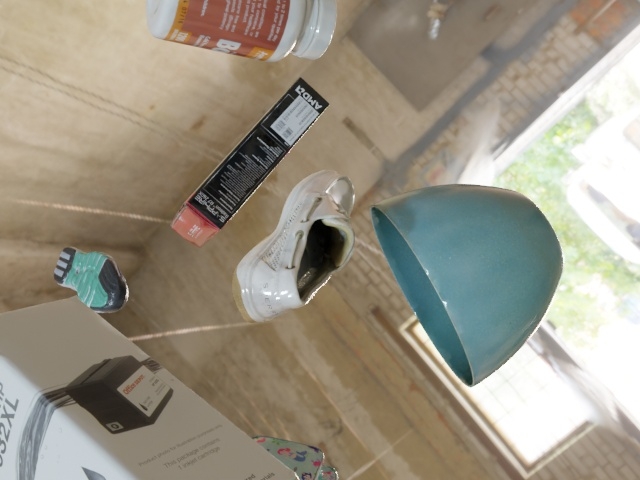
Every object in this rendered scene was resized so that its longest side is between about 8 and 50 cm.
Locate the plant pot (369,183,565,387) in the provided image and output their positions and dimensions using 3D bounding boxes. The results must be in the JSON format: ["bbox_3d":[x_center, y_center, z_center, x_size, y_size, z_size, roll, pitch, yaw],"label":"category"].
[{"bbox_3d":[0.224,0.034,0.970,0.290,0.196,0.290,62,177,6],"label":"plant pot"}]

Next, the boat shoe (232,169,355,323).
[{"bbox_3d":[0.000,0.000,0.818,0.098,0.096,0.277,66,-146,-28],"label":"boat shoe"}]

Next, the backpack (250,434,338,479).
[{"bbox_3d":[-0.110,0.478,1.247,0.254,0.190,0.225,5,-158,16],"label":"backpack"}]

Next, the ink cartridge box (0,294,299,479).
[{"bbox_3d":[-0.201,0.226,0.610,0.308,0.223,0.129,30,-158,27],"label":"ink cartridge box"}]

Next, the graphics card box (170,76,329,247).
[{"bbox_3d":[-0.153,-0.159,1.446,0.094,0.370,0.233,40,160,-8],"label":"graphics card box"}]

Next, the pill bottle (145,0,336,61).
[{"bbox_3d":[-0.095,-0.289,0.840,0.216,0.121,0.121,5,-146,-27],"label":"pill bottle"}]

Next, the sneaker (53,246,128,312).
[{"bbox_3d":[-0.325,0.062,1.050,0.098,0.083,0.224,24,178,-40],"label":"sneaker"}]
